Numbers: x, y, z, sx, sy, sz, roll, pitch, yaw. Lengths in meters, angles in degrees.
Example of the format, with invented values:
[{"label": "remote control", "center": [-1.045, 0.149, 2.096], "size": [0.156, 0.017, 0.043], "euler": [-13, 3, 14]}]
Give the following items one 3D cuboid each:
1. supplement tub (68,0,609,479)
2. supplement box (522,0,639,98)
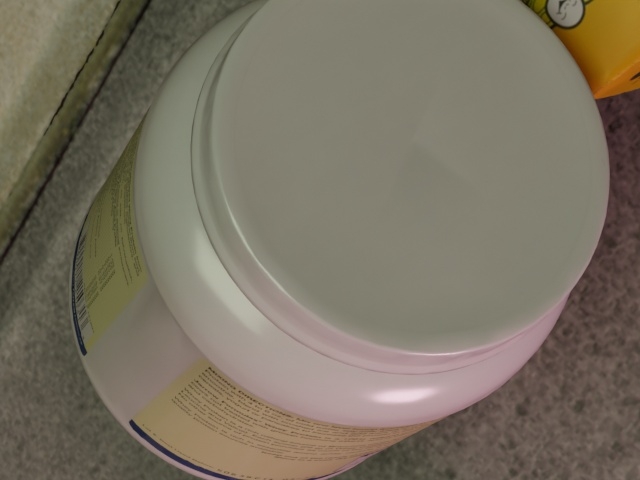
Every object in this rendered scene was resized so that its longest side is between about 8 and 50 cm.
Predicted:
[{"label": "supplement tub", "center": [0.000, 0.000, 1.037], "size": [0.235, 0.235, 0.325], "euler": [62, 158, 6]}, {"label": "supplement box", "center": [0.149, -0.279, 1.006], "size": [0.194, 0.195, 0.356], "euler": [-37, 81, 28]}]
